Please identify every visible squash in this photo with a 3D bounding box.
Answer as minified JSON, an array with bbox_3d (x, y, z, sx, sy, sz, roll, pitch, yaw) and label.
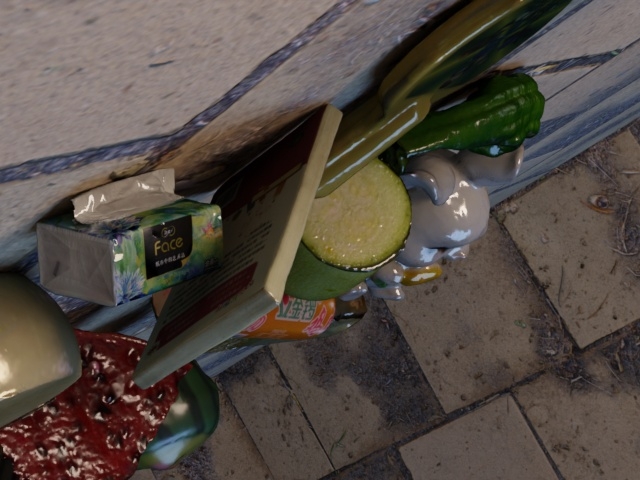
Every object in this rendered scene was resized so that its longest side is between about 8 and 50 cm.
[{"bbox_3d":[0.000,0.000,1.235,0.133,0.132,0.247,-27,173,-20],"label":"squash"}]

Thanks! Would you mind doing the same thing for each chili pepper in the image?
[{"bbox_3d":[0.155,-0.122,1.225,0.253,0.083,0.099,-19,178,-41],"label":"chili pepper"}]

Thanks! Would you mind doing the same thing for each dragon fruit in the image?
[{"bbox_3d":[-0.328,0.265,1.256,0.302,0.240,0.330,15,126,-35],"label":"dragon fruit"}]

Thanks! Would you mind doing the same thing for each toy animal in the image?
[{"bbox_3d":[0.111,-0.031,1.430,0.209,0.154,0.325,-15,157,-23],"label":"toy animal"},{"bbox_3d":[-0.300,0.241,1.516,0.338,0.191,0.216,-22,174,-6],"label":"toy animal"}]

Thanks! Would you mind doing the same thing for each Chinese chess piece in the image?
[{"bbox_3d":[-0.315,0.118,0.918,0.251,0.097,0.251,-28,174,-3],"label":"Chinese chess piece"}]

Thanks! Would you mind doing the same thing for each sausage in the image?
[{"bbox_3d":[-0.067,0.072,1.366,0.093,0.093,0.312,-32,159,23],"label":"sausage"}]

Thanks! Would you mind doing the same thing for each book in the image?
[{"bbox_3d":[-0.063,0.000,0.913,0.162,0.022,0.231,-35,-155,36],"label":"book"}]

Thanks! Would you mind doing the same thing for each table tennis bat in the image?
[{"bbox_3d":[0.094,-0.139,0.982,0.321,0.050,0.198,-37,173,27],"label":"table tennis bat"}]

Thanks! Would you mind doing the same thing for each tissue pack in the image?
[{"bbox_3d":[-0.138,-0.006,0.840,0.085,0.079,0.111,11,-160,37],"label":"tissue pack"}]

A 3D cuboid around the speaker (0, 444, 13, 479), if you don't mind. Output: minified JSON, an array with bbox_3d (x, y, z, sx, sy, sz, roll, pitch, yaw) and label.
[{"bbox_3d":[-0.404,0.304,1.084,0.153,0.193,0.230,-90,-165,-60],"label":"speaker"}]

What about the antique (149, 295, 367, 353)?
[{"bbox_3d":[-0.089,0.079,1.541,0.284,0.150,0.125,-12,165,-43],"label":"antique"}]
